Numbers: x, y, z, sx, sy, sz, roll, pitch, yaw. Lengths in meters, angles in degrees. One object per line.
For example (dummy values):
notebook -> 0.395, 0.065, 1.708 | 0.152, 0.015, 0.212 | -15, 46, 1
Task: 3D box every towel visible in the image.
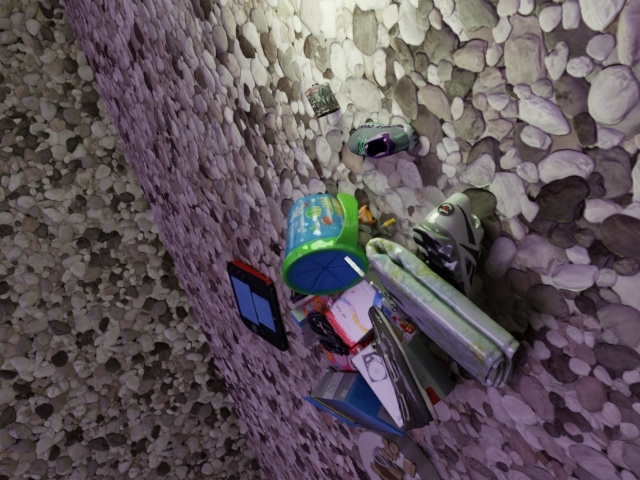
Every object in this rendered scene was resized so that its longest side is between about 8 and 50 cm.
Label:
towel -> 0.275, 0.164, 1.144 | 0.374, 0.090, 0.320 | 41, 172, 28

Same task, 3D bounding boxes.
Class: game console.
game console -> -0.291, 0.291, 2.300 | 0.342, 0.060, 0.387 | 26, 135, 47

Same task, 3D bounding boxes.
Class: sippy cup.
sippy cup -> 0.000, 0.000, 1.414 | 0.240, 0.305, 0.224 | 44, -151, -49

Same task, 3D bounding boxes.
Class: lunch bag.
lunch bag -> 0.081, 0.284, 1.640 | 0.293, 0.120, 0.258 | 59, 150, 8

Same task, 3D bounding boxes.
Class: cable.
cable -> 0.026, 0.287, 1.559 | 0.184, 0.047, 0.151 | 20, 138, 59

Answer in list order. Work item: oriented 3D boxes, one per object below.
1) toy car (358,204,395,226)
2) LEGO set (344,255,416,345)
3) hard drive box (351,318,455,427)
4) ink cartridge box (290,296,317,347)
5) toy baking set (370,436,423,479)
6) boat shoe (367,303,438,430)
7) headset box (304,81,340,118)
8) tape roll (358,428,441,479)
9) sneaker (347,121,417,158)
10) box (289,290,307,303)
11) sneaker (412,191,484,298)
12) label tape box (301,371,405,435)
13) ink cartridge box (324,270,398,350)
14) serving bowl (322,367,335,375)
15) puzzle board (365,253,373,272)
toy car -> 0.139, -0.063, 1.346 | 0.122, 0.040, 0.060 | -1, 113, 58
LEGO set -> 0.154, 0.161, 1.263 | 0.244, 0.060, 0.182 | 46, 180, 35
hard drive box -> 0.231, 0.370, 1.427 | 0.181, 0.089, 0.232 | -45, 73, 25
ink cartridge box -> -0.041, 0.301, 1.845 | 0.061, 0.104, 0.181 | 44, 155, 37
toy baking set -> 0.256, 0.773, 1.718 | 0.197, 0.030, 0.256 | 53, 142, 29
boat shoe -> 0.189, 0.332, 1.321 | 0.335, 0.095, 0.112 | 62, -179, 9
headset box -> 0.003, -0.362, 1.294 | 0.032, 0.062, 0.083 | -23, 93, 60
tape roll -> 0.287, 0.841, 1.822 | 0.392, 0.072, 0.392 | 37, 141, 37
sneaker -> 0.116, -0.230, 1.186 | 0.223, 0.098, 0.083 | 5, 117, 56
box -> -0.044, 0.143, 1.727 | 0.029, 0.116, 0.162 | 49, 148, 26
sneaker -> 0.301, 0.023, 1.098 | 0.122, 0.146, 0.331 | 35, 166, 31
label tape box -> 0.115, 0.543, 1.709 | 0.240, 0.106, 0.333 | 35, 155, -15
ink cartridge box -> 0.109, 0.213, 1.473 | 0.134, 0.078, 0.231 | 50, 116, 21
serving bowl -> 0.045, 0.535, 1.997 | 0.083, 0.027, 0.083 | 37, 141, 37
puzzle board -> 0.116, 0.077, 1.526 | 0.096, 0.011, 0.128 | 48, 148, 25
